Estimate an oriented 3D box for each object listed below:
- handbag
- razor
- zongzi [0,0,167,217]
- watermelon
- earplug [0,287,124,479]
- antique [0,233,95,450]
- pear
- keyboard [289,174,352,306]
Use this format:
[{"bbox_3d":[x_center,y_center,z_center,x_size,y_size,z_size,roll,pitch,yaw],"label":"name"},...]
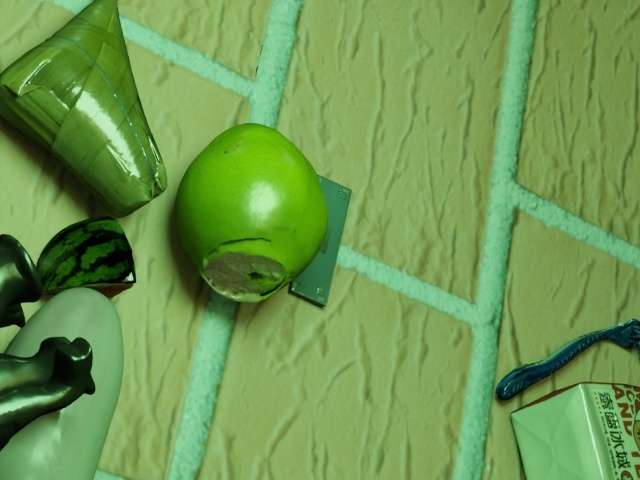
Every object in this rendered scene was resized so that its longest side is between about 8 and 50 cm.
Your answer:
[{"bbox_3d":[0.422,0.288,1.999,0.298,0.151,0.171,5,64,-37],"label":"handbag"},{"bbox_3d":[0.362,0.164,2.070,0.324,0.093,0.056,-15,41,-33],"label":"razor"},{"bbox_3d":[-0.243,-0.170,1.751,0.228,0.115,0.256,44,45,-8],"label":"zongzi"},{"bbox_3d":[-0.255,0.026,1.696,0.135,0.125,0.094,-79,150,-47],"label":"watermelon"},{"bbox_3d":[-0.289,0.178,1.557,0.172,0.172,0.301,32,52,-21],"label":"earplug"},{"bbox_3d":[-0.392,0.110,1.426,0.255,0.185,0.322,-32,47,-29],"label":"antique"},{"bbox_3d":[-0.079,-0.044,1.771,0.187,0.187,0.219,29,45,-22],"label":"pear"},{"bbox_3d":[0.000,-0.001,1.905,0.055,0.014,0.176,25,60,-23],"label":"keyboard"}]
